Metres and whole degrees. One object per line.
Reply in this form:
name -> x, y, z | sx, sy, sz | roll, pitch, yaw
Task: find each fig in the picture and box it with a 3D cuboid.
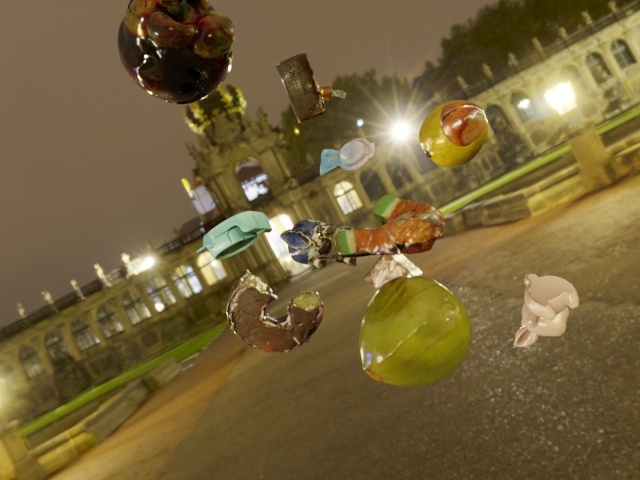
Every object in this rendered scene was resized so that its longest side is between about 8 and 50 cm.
fig -> 0.273, 0.284, 1.675 | 0.343, 0.343, 0.343 | -27, -1, -1

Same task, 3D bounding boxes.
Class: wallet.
wallet -> -0.069, -0.562, 2.086 | 0.122, 0.232, 0.031 | -21, 15, 6

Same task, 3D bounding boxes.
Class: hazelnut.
hazelnut -> 0.561, -0.470, 2.228 | 0.182, 0.182, 0.182 | -27, -1, -1

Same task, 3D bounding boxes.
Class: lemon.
lemon -> 0.585, -0.470, 2.484 | 0.297, 0.297, 0.297 | -27, -1, -1

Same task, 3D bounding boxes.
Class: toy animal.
toy animal -> 0.506, 0.170, 1.271 | 0.124, 0.124, 0.212 | -27, -41, -11

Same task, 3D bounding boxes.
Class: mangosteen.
mangosteen -> -0.466, -0.670, 1.898 | 0.381, 0.381, 0.421 | -26, -10, -47

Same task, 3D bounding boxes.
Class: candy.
candy -> 0.012, -0.599, 2.290 | 0.182, 0.053, 0.046 | 7, -18, 10

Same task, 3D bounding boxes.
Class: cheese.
cheese -> 0.102, -0.326, 2.186 | 0.245, 0.135, 0.052 | -9, -27, 33

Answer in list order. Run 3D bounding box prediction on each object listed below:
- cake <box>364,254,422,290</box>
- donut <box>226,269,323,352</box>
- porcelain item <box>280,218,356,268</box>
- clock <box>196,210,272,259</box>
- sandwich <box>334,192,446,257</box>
cake -> 0.248, 0.116, 1.892 | 0.135, 0.147, 0.134 | -56, -13, 17
donut -> -0.172, 0.271, 2.032 | 0.136, 0.345, 0.259 | -91, 19, -65
porcelain item -> 0.000, 0.000, 1.734 | 0.186, 0.137, 0.288 | 19, 11, 39
clock -> -0.329, -0.010, 2.128 | 0.274, 0.094, 0.224 | -33, -10, 17
sandwich -> 0.193, -0.041, 1.446 | 0.251, 0.161, 0.301 | -7, -2, -34
